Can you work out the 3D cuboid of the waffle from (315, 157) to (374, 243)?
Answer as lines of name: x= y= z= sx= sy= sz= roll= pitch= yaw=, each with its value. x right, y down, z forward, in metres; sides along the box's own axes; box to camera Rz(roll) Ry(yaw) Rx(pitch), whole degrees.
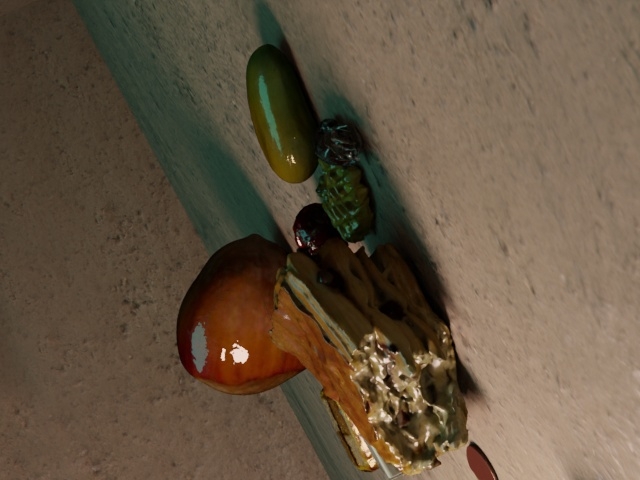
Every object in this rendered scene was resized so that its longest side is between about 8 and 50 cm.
waffle: x=0.029 y=-0.078 z=1.608 sx=0.149 sy=0.051 sz=0.194 roll=54 pitch=165 yaw=29

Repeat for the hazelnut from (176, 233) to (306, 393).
hazelnut: x=-0.167 y=0.177 z=2.339 sx=0.366 sy=0.365 sz=0.366 roll=58 pitch=167 yaw=22

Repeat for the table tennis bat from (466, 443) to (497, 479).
table tennis bat: x=0.272 y=0.397 z=1.692 sx=0.087 sy=0.013 sz=0.157 roll=49 pitch=160 yaw=40

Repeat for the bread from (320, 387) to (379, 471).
bread: x=0.084 y=0.411 z=2.304 sx=0.222 sy=0.096 sz=0.181 roll=64 pitch=165 yaw=-3

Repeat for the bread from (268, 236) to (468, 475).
bread: x=0.096 y=0.165 z=1.539 sx=0.370 sy=0.191 sz=0.314 roll=48 pitch=159 yaw=11

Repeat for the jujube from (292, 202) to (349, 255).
jujube: x=0.003 y=-0.003 z=1.772 sx=0.104 sy=0.104 sz=0.166 roll=57 pitch=169 yaw=26

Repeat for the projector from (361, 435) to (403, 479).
projector: x=0.150 y=0.322 z=1.713 sx=0.115 sy=0.147 sz=0.061 roll=59 pitch=169 yaw=19

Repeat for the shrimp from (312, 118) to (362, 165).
shrimp: x=0.030 y=-0.138 z=1.467 sx=0.056 sy=0.065 sz=0.165 roll=33 pitch=179 yaw=-31

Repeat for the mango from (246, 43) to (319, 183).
mango: x=-0.065 y=-0.204 z=1.647 sx=0.137 sy=0.091 sz=0.238 roll=22 pitch=132 yaw=64
